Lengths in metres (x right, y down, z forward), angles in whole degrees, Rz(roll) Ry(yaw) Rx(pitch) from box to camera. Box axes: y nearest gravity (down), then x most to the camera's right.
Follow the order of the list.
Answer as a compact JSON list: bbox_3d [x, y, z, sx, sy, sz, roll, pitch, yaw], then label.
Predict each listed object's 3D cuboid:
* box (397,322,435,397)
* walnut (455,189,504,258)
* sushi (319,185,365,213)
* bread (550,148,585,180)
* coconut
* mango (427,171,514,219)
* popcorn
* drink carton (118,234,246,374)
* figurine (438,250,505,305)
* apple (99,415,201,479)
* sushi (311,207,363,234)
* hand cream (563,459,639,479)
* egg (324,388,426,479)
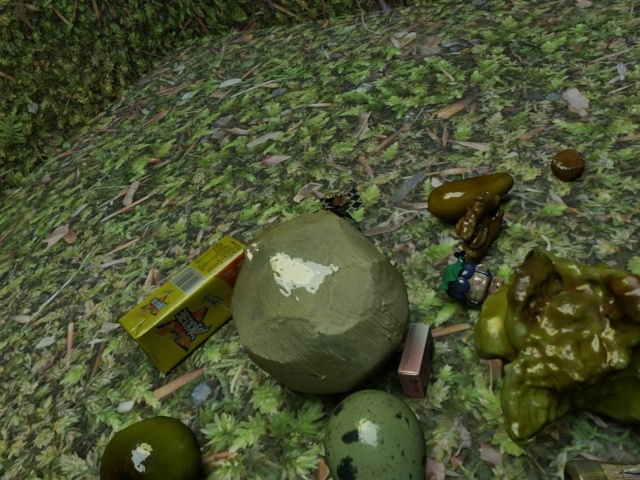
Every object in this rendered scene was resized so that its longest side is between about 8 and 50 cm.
[{"bbox_3d":[0.197,0.242,1.084,0.043,0.089,0.125,1,46,24],"label":"box"},{"bbox_3d":[0.380,-0.042,1.284,0.069,0.143,0.170,9,47,46],"label":"walnut"},{"bbox_3d":[0.061,-0.123,1.608,0.120,0.026,0.126,-21,40,0],"label":"sushi"},{"bbox_3d":[0.651,-0.196,1.402,0.085,0.053,0.085,-8,53,10],"label":"bread"},{"bbox_3d":[-0.011,0.117,1.079,0.346,0.360,0.346,-27,36,22],"label":"coconut"},{"bbox_3d":[0.388,-0.118,1.384,0.227,0.099,0.136,-20,6,0],"label":"mango"},{"bbox_3d":[0.436,0.188,0.928,0.325,0.290,0.321,34,102,16],"label":"popcorn"},{"bbox_3d":[-0.314,0.158,1.360,0.351,0.154,0.111,-42,43,-23],"label":"drink carton"},{"bbox_3d":[0.348,0.110,1.154,0.195,0.111,0.102,32,21,27],"label":"figurine"},{"bbox_3d":[-0.328,0.429,1.025,0.196,0.196,0.157,-28,75,-7],"label":"apple"},{"bbox_3d":[0.000,0.000,1.415,0.225,0.136,0.126,-31,42,-22],"label":"sushi"},{"bbox_3d":[0.490,0.373,0.820,0.203,0.084,0.084,-9,41,5],"label":"hand cream"},{"bbox_3d":[0.096,0.372,0.918,0.177,0.177,0.228,-14,54,9],"label":"egg"}]
